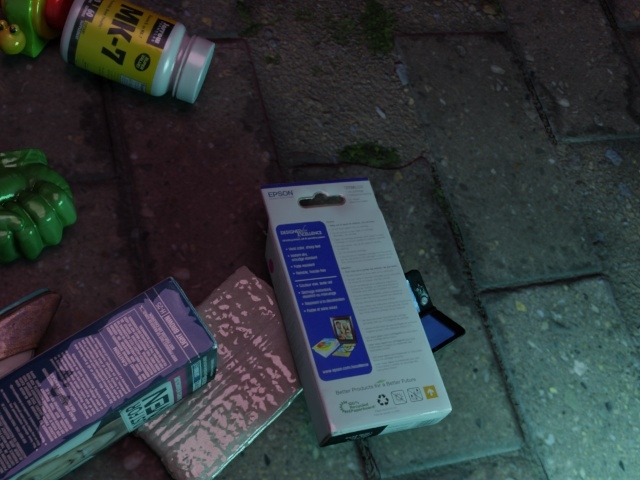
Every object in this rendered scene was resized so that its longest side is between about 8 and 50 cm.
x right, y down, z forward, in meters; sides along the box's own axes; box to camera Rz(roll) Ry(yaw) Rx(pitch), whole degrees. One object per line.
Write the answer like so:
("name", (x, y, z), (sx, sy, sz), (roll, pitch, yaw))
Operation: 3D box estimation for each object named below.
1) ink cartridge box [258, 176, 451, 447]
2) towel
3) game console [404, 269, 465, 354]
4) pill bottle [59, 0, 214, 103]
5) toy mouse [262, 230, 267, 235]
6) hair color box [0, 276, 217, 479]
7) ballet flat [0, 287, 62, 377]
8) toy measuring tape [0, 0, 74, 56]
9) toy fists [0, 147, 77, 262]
("ink cartridge box", (0.035, 0.085, 1.238), (0.175, 0.069, 0.371), (-6, 64, -22))
("towel", (-0.133, 0.176, 1.201), (0.187, 0.049, 0.282), (44, 60, 10))
("game console", (0.129, 0.111, 1.299), (0.122, 0.071, 0.107), (-27, 100, -28))
("pill bottle", (-0.274, -0.290, 1.368), (0.208, 0.119, 0.119), (20, 58, -6))
("toy mouse", (0.000, 0.000, 1.346), (0.161, 0.031, 0.143), (31, 58, 1))
("hair color box", (-0.289, 0.193, 1.032), (0.347, 0.174, 0.105), (-31, 76, -17))
("ballet flat", (-0.433, 0.176, 1.082), (0.316, 0.107, 0.106), (-32, 84, -20))
("toy measuring tape", (-0.399, -0.411, 1.393), (0.121, 0.121, 0.330), (27, 58, -2))
("toy fists", (-0.462, -0.029, 1.181), (0.279, 0.096, 0.142), (-16, 69, -26))
